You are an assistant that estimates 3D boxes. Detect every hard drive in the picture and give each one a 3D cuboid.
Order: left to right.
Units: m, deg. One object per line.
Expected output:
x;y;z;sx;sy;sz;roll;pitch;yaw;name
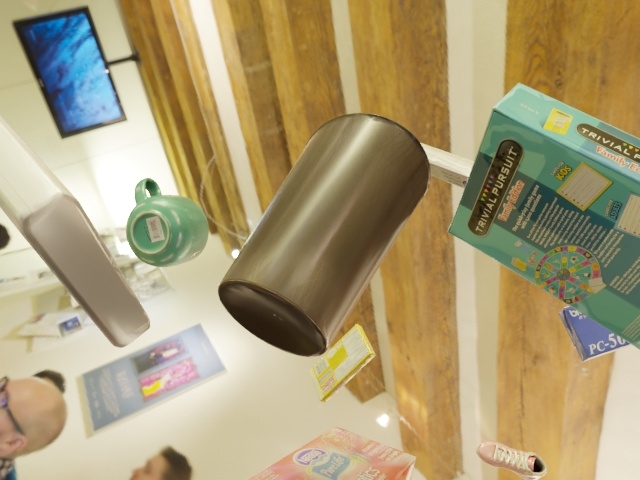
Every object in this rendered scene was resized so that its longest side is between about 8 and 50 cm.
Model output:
-0.313;-0.067;0.536;0.353;0.047;0.233;41;-25;23;hard drive

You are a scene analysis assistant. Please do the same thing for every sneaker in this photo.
0.381;0.429;1.063;0.134;0.051;0.070;25;-31;3;sneaker

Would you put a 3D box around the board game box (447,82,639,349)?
0.362;-0.024;0.729;0.336;0.079;0.254;35;-31;22;board game box

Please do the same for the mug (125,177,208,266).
-0.290;-0.024;0.964;0.157;0.129;0.097;30;11;9;mug

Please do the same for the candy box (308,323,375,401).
0.055;0.331;1.451;0.206;0.027;0.105;-47;-137;19;candy box

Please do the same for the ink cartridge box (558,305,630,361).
0.551;0.137;0.967;0.046;0.207;0.097;67;4;-67;ink cartridge box

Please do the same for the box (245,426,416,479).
0.008;0.366;0.698;0.142;0.300;0.154;13;-89;25;box

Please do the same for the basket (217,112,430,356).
0.000;0.000;0.598;0.154;0.227;0.204;37;-31;-8;basket

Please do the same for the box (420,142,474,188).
0.353;-0.236;1.645;0.324;0.067;0.063;31;-22;43;box
